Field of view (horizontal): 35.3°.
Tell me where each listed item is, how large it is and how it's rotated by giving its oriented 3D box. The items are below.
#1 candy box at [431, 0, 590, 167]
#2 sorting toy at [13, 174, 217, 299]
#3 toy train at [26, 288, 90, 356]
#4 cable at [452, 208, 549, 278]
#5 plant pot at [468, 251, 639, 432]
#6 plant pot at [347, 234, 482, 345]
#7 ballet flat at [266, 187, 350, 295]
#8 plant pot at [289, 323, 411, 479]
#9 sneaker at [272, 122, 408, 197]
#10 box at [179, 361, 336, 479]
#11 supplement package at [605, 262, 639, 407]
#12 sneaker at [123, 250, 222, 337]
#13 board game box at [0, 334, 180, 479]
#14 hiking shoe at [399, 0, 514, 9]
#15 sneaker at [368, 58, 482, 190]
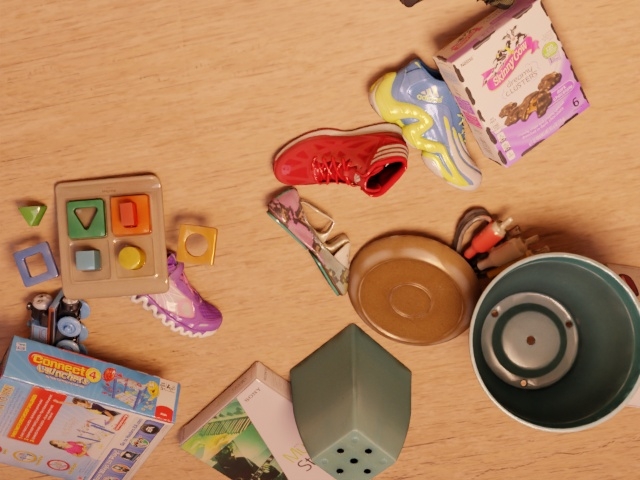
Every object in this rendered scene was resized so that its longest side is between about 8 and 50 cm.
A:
[{"bbox_3d":[0.284,-0.237,1.493,0.165,0.070,0.196,-37,118,-5],"label":"candy box"},{"bbox_3d":[-0.342,-0.003,1.637,0.348,0.047,0.196,-5,93,7],"label":"sorting toy"},{"bbox_3d":[-0.469,0.170,1.780,0.105,0.080,0.184,11,122,0],"label":"toy train"},{"bbox_3d":[0.239,0.055,1.706,0.139,0.072,0.287,38,115,-23],"label":"cable"},{"bbox_3d":[0.365,0.164,1.640,0.272,0.255,0.271,0,85,2],"label":"plant pot"},{"bbox_3d":[0.157,0.096,1.723,0.236,0.032,0.236,8,126,11],"label":"plant pot"},{"bbox_3d":[0.000,0.000,1.680,0.079,0.077,0.221,-39,115,0],"label":"ballet flat"},{"bbox_3d":[0.055,0.305,1.770,0.165,0.234,0.166,-39,114,22],"label":"plant pot"},{"bbox_3d":[0.030,-0.117,1.566,0.221,0.128,0.087,-17,120,9],"label":"sneaker"},{"bbox_3d":[-0.076,0.395,1.931,0.322,0.058,0.232,37,115,-20],"label":"box"},{"bbox_3d":[0.603,0.175,1.740,0.262,0.145,0.204,8,122,-6],"label":"supplement package"},{"bbox_3d":[-0.258,0.076,1.715,0.236,0.095,0.104,34,108,-18],"label":"sneaker"},{"bbox_3d":[-0.448,0.321,1.804,0.302,0.086,0.308,20,137,-19],"label":"board game box"},{"bbox_3d":[0.224,-0.369,1.423,0.227,0.086,0.114,-24,105,14],"label":"hiking shoe"},{"bbox_3d":[0.192,-0.182,1.548,0.240,0.091,0.126,39,114,-21],"label":"sneaker"}]
